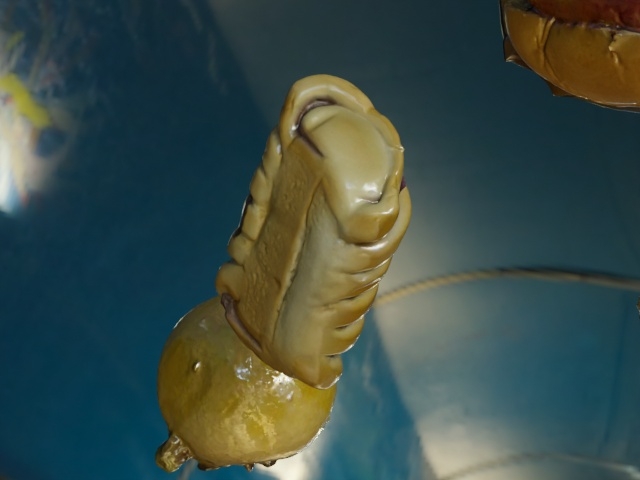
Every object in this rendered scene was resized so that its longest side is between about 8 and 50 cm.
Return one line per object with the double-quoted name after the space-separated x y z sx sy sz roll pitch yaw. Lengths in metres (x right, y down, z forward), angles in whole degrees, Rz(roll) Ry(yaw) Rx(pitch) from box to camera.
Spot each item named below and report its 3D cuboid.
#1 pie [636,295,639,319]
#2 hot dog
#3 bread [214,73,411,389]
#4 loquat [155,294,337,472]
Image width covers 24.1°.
0.529 0.118 1.777 0.339 0.083 0.339 30 -34 23 "pie"
0.255 -0.187 1.088 0.326 0.194 0.107 -3 -10 32 "hot dog"
0.000 0.000 1.086 0.081 0.134 0.225 -7 -45 -38 "bread"
-0.076 0.139 1.401 0.172 0.204 0.149 35 -14 26 "loquat"
